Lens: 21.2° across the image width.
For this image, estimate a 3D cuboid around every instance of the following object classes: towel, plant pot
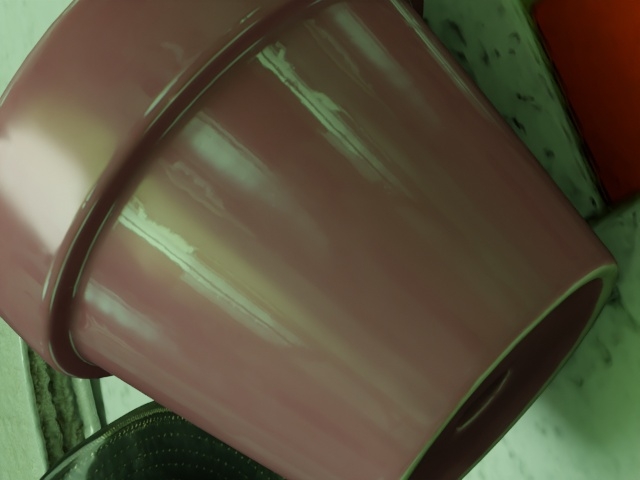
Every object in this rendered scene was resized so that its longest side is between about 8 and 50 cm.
[{"bbox_3d":[-0.200,0.074,1.041,0.187,0.049,0.282,10,112,54],"label":"towel"},{"bbox_3d":[0.000,0.000,0.627,0.180,0.201,0.201,41,135,17],"label":"plant pot"}]

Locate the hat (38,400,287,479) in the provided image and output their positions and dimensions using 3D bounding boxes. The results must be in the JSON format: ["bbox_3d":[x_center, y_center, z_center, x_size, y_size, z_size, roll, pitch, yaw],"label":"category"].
[{"bbox_3d":[-0.142,0.221,0.825,0.331,0.134,0.331,-23,56,39],"label":"hat"}]
